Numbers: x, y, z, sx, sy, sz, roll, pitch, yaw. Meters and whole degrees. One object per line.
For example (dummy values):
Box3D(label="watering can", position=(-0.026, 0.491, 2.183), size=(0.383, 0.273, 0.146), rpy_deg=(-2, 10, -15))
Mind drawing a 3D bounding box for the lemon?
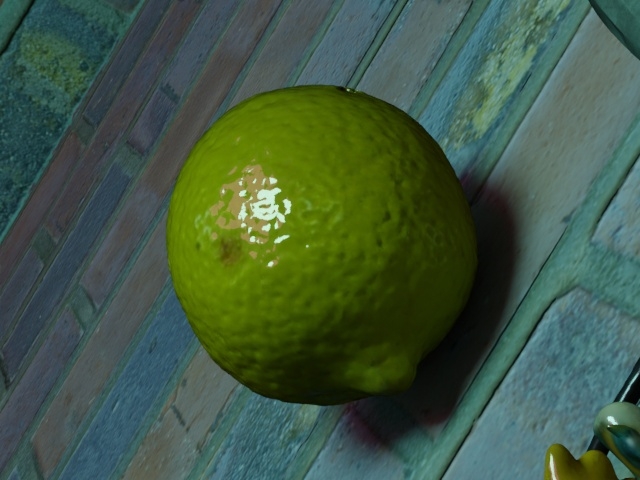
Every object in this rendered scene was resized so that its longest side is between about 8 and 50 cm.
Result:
Box3D(label="lemon", position=(0.002, 0.005, 1.184), size=(0.228, 0.228, 0.253), rpy_deg=(-49, 32, 26))

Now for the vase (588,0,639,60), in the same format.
Box3D(label="vase", position=(0.233, -0.143, 1.065), size=(0.086, 0.086, 0.214), rpy_deg=(-49, 28, 26))

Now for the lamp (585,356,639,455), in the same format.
Box3D(label="lamp", position=(0.184, 0.109, 0.851), size=(0.371, 0.108, 0.130), rpy_deg=(-67, -16, -2))

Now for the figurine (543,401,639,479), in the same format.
Box3D(label="figurine", position=(0.179, 0.139, 0.643), size=(0.215, 0.187, 0.343), rpy_deg=(-45, 17, -24))
